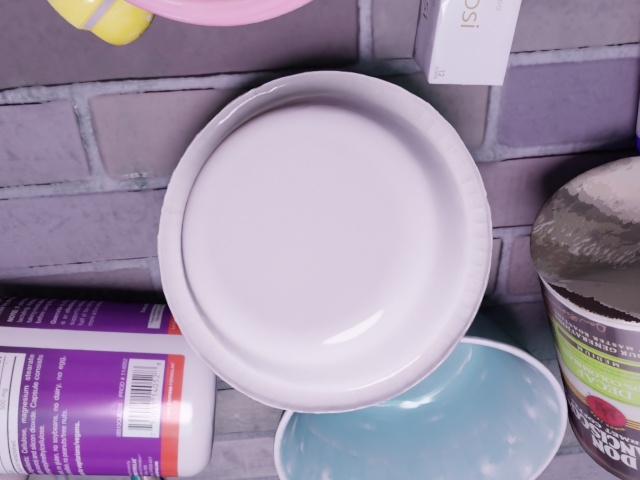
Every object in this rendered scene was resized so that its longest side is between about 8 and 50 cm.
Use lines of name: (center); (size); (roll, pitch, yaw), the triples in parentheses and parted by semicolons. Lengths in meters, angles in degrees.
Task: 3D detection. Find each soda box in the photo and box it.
soda box: (0.128, -0.241, 0.537); (0.069, 0.074, 0.216); (0, 124, -5)

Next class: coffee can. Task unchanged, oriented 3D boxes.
coffee can: (0.325, 0.085, 0.636); (0.201, 0.202, 0.275); (-21, 129, 8)

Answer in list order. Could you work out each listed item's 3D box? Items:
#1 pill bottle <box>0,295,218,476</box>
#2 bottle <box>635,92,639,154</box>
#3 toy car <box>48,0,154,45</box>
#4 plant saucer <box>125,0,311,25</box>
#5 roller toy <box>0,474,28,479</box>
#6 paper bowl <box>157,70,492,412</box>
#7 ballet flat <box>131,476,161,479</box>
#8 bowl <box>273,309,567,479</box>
pill bottle: (-0.272, 0.153, 0.701); (0.322, 0.181, 0.182); (4, 124, -7)
bottle: (0.369, -0.112, 0.636); (0.118, 0.092, 0.283); (-9, 125, 7)
toy car: (-0.241, -0.266, 0.496); (0.239, 0.053, 0.225); (8, 123, -11)
plant saucer: (-0.077, -0.295, 0.367); (0.332, 0.084, 0.332); (16, 133, 18)
roller toy: (-0.452, 0.339, 0.803); (0.146, 0.191, 0.209); (18, 121, -16)
paper bowl: (0.000, 0.000, 0.557); (0.284, 0.148, 0.284); (-1, 84, 10)
ballet flat: (-0.240, 0.365, 0.935); (0.052, 0.057, 0.168); (-12, 134, -32)
bowl: (0.101, 0.173, 0.761); (0.311, 0.163, 0.312); (-2, 124, -3)
